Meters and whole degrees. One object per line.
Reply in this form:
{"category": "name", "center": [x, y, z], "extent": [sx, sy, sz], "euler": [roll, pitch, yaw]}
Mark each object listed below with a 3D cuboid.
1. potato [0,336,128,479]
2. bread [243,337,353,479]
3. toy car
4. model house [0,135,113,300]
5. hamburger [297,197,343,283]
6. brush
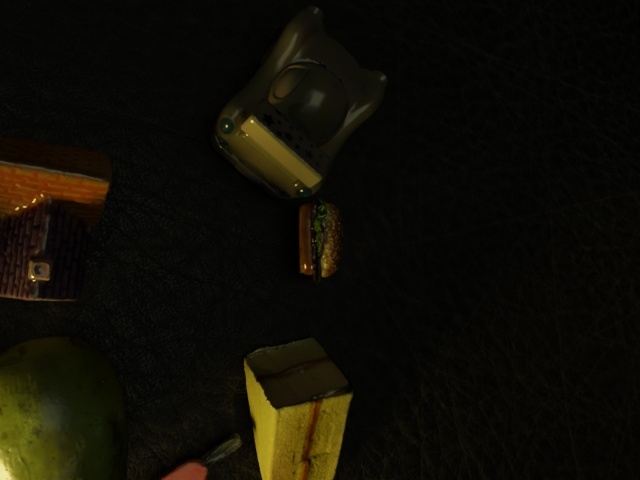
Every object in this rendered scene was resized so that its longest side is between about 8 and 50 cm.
{"category": "potato", "center": [-0.393, 0.292, 0.790], "extent": [0.216, 0.216, 0.304], "euler": [-16, 103, -27]}
{"category": "bread", "center": [-0.059, 0.346, 1.045], "extent": [0.168, 0.163, 0.264], "euler": [-6, 119, -28]}
{"category": "toy car", "center": [-0.026, -0.263, 1.009], "extent": [0.242, 0.226, 0.336], "euler": [40, 71, -18]}
{"category": "model house", "center": [-0.431, -0.036, 0.777], "extent": [0.202, 0.237, 0.236], "euler": [14, 80, -27]}
{"category": "hamburger", "center": [0.000, 0.000, 1.049], "extent": [0.087, 0.137, 0.165], "euler": [0, 91, -5]}
{"category": "brush", "center": [-0.272, 0.443, 0.925], "extent": [0.323, 0.051, 0.070], "euler": [-32, 93, -22]}
